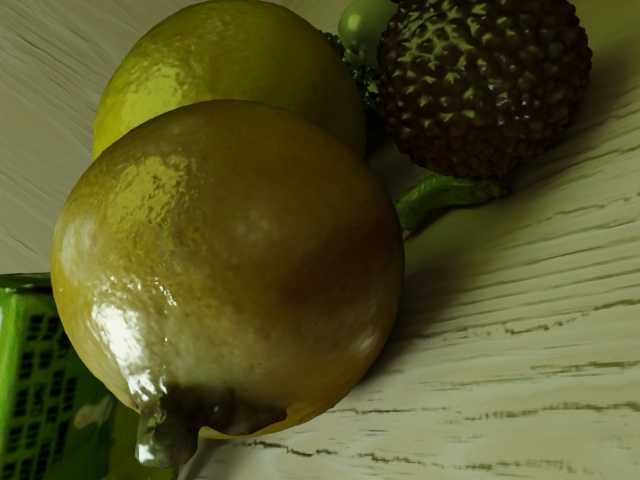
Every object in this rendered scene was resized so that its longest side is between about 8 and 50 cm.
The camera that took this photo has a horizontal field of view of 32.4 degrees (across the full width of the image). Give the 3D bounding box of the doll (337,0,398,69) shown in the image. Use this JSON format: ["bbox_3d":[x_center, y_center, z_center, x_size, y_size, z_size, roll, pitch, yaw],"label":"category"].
[{"bbox_3d":[0.105,-0.306,1.487,0.296,0.141,0.117,-46,2,-38],"label":"doll"}]

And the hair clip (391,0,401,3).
[{"bbox_3d":[0.180,-0.357,1.289,0.310,0.206,0.194,-51,11,19],"label":"hair clip"}]

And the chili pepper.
[{"bbox_3d":[0.127,-0.049,1.102,0.049,0.043,0.208,-48,11,-27],"label":"chili pepper"}]

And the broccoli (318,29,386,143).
[{"bbox_3d":[0.001,-0.172,1.563,0.288,0.248,0.245,-117,26,-63],"label":"broccoli"}]

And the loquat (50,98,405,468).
[{"bbox_3d":[-0.091,0.049,1.014,0.328,0.328,0.359,-37,29,50],"label":"loquat"}]

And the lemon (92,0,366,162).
[{"bbox_3d":[-0.104,-0.120,1.311,0.348,0.348,0.348,-49,15,19],"label":"lemon"}]

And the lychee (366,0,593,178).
[{"bbox_3d":[0.137,-0.150,1.006,0.238,0.200,0.200,-8,46,46],"label":"lychee"}]

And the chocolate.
[{"bbox_3d":[-0.276,0.175,1.205,0.137,0.289,0.300,19,101,33],"label":"chocolate"}]

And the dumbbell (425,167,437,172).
[{"bbox_3d":[0.128,-0.127,1.196,0.081,0.082,0.254,-51,15,13],"label":"dumbbell"}]
